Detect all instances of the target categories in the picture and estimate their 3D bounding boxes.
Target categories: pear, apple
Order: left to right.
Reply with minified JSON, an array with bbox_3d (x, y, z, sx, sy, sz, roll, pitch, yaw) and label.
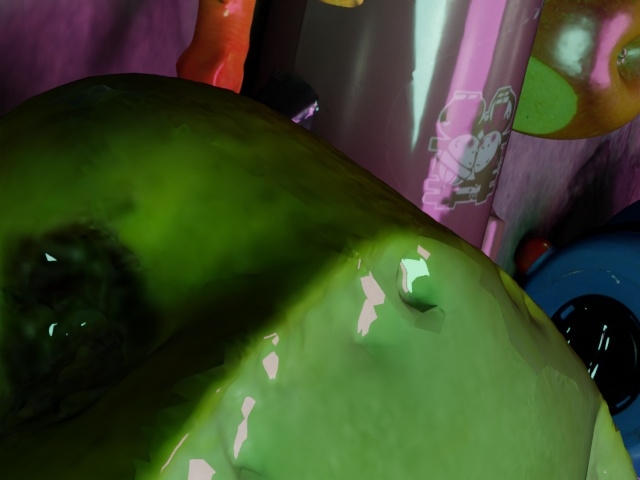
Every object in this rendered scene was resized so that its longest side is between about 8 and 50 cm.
[{"bbox_3d":[-0.053,0.105,0.557,0.342,0.238,0.318,-36,128,-46],"label":"pear"},{"bbox_3d":[0.130,-0.108,0.948,0.099,0.102,0.114,-52,151,-35],"label":"apple"}]

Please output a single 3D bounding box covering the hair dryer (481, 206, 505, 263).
[{"bbox_3d":[0.075,0.050,1.016,0.117,0.064,0.181,21,83,-69],"label":"hair dryer"}]

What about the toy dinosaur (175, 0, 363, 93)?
[{"bbox_3d":[-0.013,-0.179,0.610,0.117,0.070,0.288,18,87,-68],"label":"toy dinosaur"}]

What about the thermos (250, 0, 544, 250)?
[{"bbox_3d":[0.009,0.002,0.741,0.136,0.109,0.330,-38,142,-67],"label":"thermos"}]

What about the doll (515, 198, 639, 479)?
[{"bbox_3d":[0.258,0.076,1.245,0.284,0.240,0.310,-36,158,30],"label":"doll"}]
